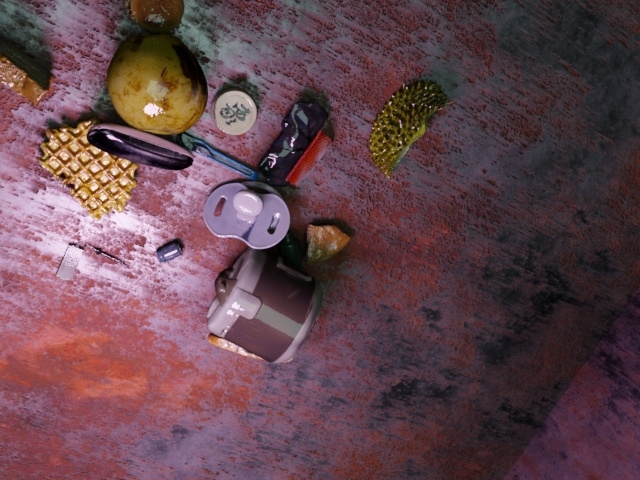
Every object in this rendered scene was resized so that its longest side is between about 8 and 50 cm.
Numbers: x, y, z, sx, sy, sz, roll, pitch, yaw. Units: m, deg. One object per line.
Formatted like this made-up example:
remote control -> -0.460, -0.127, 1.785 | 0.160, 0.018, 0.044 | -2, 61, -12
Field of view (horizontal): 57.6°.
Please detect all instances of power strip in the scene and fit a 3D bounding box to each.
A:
power strip -> -0.784, 0.063, 1.828 | 0.051, 0.019, 0.136 | 22, 104, -23

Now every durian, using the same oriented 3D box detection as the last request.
durian -> 0.288, -0.392, 1.954 | 0.355, 0.157, 0.169 | -50, 153, 7

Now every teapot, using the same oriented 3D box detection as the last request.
teapot -> -0.494, 0.039, 1.901 | 0.083, 0.063, 0.049 | -22, 85, -5

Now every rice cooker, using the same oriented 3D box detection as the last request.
rice cooker -> -0.191, 0.197, 1.877 | 0.325, 0.335, 0.335 | 29, 101, -12

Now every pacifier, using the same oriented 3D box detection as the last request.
pacifier -> -0.226, -0.107, 1.808 | 0.278, 0.207, 0.227 | 18, 72, 3

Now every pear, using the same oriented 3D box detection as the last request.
pear -> -0.443, -0.429, 1.601 | 0.283, 0.283, 0.284 | -6, 113, -15

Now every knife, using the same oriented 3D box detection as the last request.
knife -> -0.323, -0.266, 1.836 | 0.296, 0.026, 0.044 | 25, 91, -24

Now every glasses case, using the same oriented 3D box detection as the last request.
glasses case -> -0.517, -0.267, 1.688 | 0.314, 0.122, 0.075 | 15, 73, -41

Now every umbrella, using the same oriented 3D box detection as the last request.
umbrella -> -0.682, 0.047, 1.855 | 0.148, 0.022, 0.022 | 28, 143, -26

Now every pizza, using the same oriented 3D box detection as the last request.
pizza -> 0.000, 0.000, 2.026 | 0.182, 0.062, 0.161 | -40, 122, -6

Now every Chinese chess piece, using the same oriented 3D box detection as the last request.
Chinese chess piece -> -0.264, -0.395, 1.782 | 0.144, 0.058, 0.144 | -6, 113, -14

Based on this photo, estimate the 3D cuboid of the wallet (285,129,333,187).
wallet -> -0.036, -0.264, 1.896 | 0.196, 0.020, 0.103 | -52, 157, 4

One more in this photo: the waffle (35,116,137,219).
waffle -> -0.687, -0.213, 1.722 | 0.283, 0.065, 0.310 | 3, 106, -21

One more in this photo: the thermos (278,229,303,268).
thermos -> -0.097, 0.054, 2.013 | 0.083, 0.073, 0.188 | -14, 115, -10

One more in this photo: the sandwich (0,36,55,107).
sandwich -> -0.811, -0.461, 1.487 | 0.251, 0.226, 0.087 | 37, 95, -28

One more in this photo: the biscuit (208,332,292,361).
biscuit -> -0.265, 0.371, 2.020 | 0.309, 0.204, 0.040 | 22, 81, -34

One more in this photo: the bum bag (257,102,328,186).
bum bag -> -0.093, -0.309, 1.866 | 0.137, 0.074, 0.310 | 23, 104, -35

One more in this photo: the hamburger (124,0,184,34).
hamburger -> -0.455, -0.646, 1.578 | 0.185, 0.131, 0.159 | 40, 92, -23
